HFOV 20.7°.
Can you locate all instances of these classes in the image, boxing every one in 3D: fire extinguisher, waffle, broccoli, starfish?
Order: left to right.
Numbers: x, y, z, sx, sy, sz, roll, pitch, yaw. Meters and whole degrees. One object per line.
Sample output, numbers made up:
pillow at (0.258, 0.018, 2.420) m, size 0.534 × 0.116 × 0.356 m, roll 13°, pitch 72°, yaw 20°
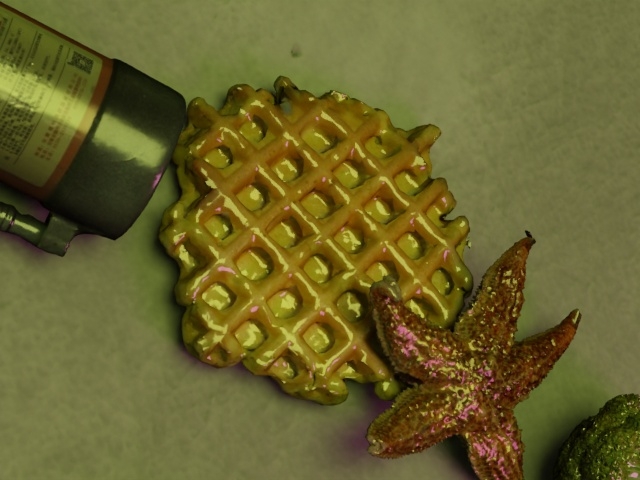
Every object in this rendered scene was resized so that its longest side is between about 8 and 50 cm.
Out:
fire extinguisher at (-0.288, -0.104, 1.155) m, size 0.376 × 0.113 × 0.200 m, roll 29°, pitch 67°, yaw -16°
waffle at (0.001, 0.000, 1.299) m, size 0.254 × 0.052 × 0.245 m, roll 9°, pitch 72°, yaw -22°
starfish at (0.117, 0.105, 1.291) m, size 0.227 × 0.043 × 0.240 m, roll -44°, pitch 120°, yaw -26°
broccoli at (0.234, 0.181, 1.319) m, size 0.120 × 0.131 × 0.130 m, roll 9°, pitch 66°, yaw 18°
